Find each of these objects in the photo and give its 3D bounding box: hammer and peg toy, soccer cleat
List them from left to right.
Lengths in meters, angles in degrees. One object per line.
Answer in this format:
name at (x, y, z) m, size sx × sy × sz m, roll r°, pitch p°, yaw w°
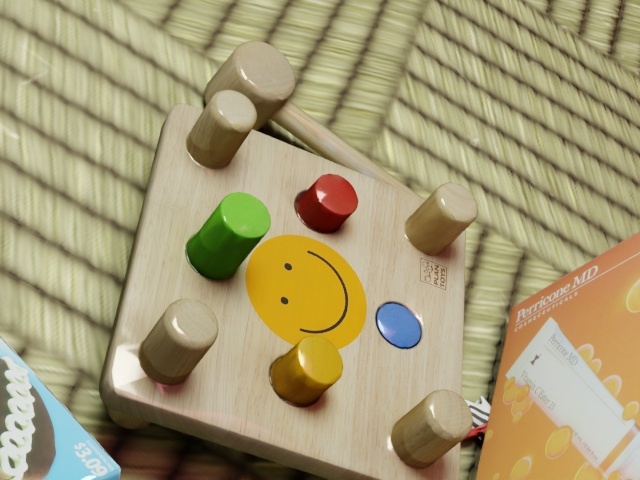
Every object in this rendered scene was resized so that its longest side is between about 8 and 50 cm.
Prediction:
hammer and peg toy at (0.000, 0.000, 0.886) m, size 0.266 × 0.127 × 0.361 m, roll 22°, pitch 50°, yaw -17°
soccer cleat at (0.102, 0.138, 0.920) m, size 0.083 × 0.029 × 0.036 m, roll -4°, pitch 52°, yaw -37°

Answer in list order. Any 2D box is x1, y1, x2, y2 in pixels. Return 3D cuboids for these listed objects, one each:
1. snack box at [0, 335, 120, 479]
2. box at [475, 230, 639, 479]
snack box at (-0.274, 0.073, 0.636) m, size 0.187 × 0.060 × 0.322 m, roll -20°, pitch 47°, yaw -40°
box at (0.234, 0.174, 0.831) m, size 0.168 × 0.215 × 0.345 m, roll 35°, pitch 46°, yaw -16°
